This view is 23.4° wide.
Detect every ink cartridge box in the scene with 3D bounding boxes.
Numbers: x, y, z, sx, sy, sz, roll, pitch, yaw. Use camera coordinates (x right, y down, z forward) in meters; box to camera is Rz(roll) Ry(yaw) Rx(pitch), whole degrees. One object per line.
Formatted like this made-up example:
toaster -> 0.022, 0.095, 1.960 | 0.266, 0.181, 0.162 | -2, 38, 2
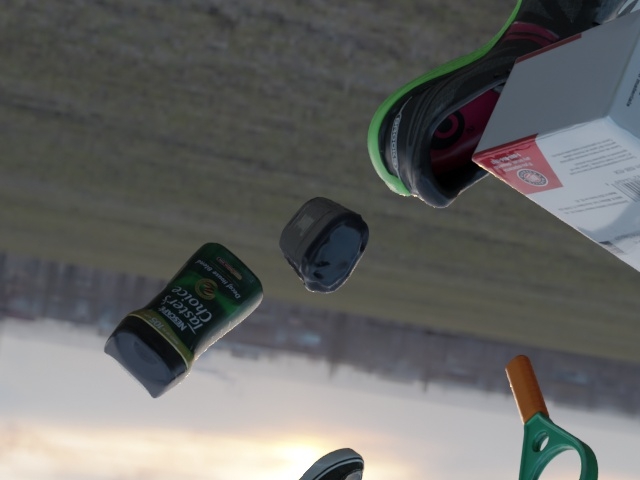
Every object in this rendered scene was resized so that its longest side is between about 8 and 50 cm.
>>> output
ink cartridge box -> 0.300, -0.058, 1.303 | 0.273, 0.114, 0.197 | 33, 161, -19

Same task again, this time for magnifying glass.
magnifying glass -> 0.220, 0.196, 1.539 | 0.026, 0.092, 0.231 | 32, -155, -24

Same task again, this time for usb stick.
usb stick -> 0.000, 0.000, 1.416 | 0.045, 0.077, 0.278 | 31, -179, -7

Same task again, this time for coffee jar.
coffee jar -> -0.153, 0.089, 1.725 | 0.096, 0.184, 0.079 | 42, 143, 3

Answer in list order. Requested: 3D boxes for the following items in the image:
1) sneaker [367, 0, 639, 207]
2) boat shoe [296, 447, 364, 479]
sneaker -> 0.282, -0.208, 1.947 | 0.185, 0.483, 0.202 | 41, -169, -33
boat shoe -> -0.011, 0.316, 1.750 | 0.070, 0.077, 0.219 | 27, -136, 30
